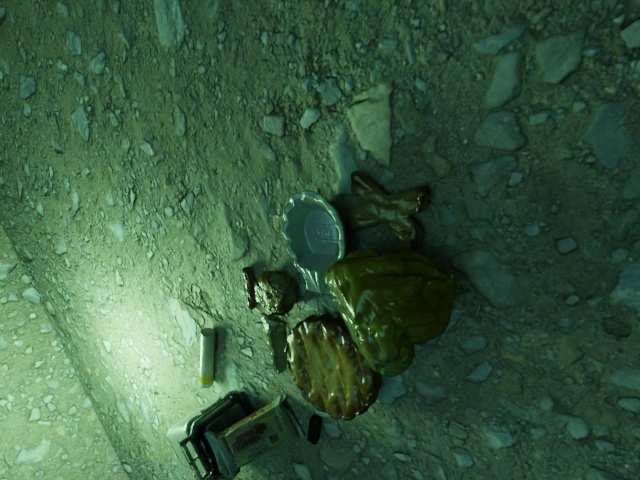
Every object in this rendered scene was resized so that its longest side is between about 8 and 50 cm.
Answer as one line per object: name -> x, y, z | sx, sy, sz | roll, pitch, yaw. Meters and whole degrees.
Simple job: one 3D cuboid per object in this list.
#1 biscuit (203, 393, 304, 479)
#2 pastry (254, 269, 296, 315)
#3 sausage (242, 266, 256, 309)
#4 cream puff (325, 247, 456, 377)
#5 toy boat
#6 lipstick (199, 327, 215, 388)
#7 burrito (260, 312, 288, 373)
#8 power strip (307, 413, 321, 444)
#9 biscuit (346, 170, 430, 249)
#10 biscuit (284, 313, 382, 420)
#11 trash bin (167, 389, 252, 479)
biscuit -> -0.228, 0.688, 1.457 | 0.186, 0.309, 0.079 | 65, 166, 1
pastry -> -0.144, 0.164, 1.311 | 0.153, 0.081, 0.153 | 22, 130, 29
sausage -> -0.239, 0.165, 1.408 | 0.036, 0.042, 0.158 | -7, 108, -9
cream puff -> 0.175, 0.145, 0.992 | 0.324, 0.257, 0.291 | 71, 174, -52
toy boat -> 0.000, 0.000, 1.140 | 0.199, 0.100, 0.290 | 5, 107, 35
lipstick -> -0.449, 0.468, 1.646 | 0.059, 0.059, 0.264 | 23, 117, 27
burrito -> -0.142, 0.335, 1.352 | 0.082, 0.059, 0.275 | 22, 135, 30
power strip -> -0.020, 0.646, 1.420 | 0.037, 0.029, 0.111 | 21, 119, 28
biscuit -> 0.163, -0.076, 1.031 | 0.207, 0.047, 0.164 | 18, 114, 30
biscuit -> 0.041, 0.368, 1.236 | 0.325, 0.107, 0.326 | 10, 108, 33
trash bin -> -0.445, 0.772, 1.615 | 0.367, 0.296, 0.256 | -29, 89, 44
